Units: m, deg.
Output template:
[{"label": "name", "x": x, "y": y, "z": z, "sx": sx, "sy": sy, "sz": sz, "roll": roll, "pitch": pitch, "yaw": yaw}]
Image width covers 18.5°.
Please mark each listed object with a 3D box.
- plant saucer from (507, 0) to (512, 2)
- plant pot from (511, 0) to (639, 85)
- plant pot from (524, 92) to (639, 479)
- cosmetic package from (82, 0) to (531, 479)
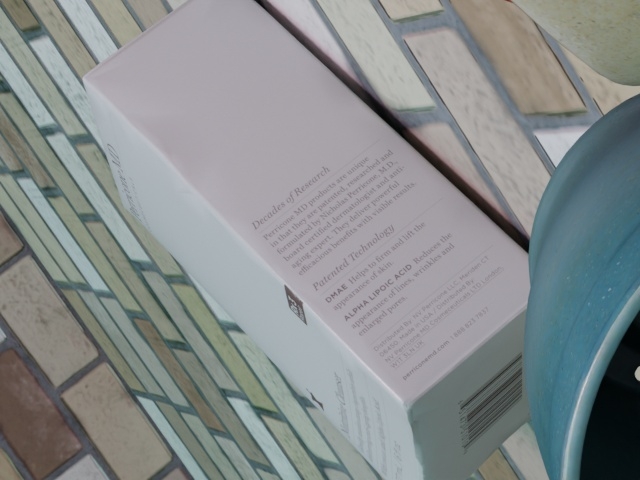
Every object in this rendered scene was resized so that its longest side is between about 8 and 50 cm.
[{"label": "plant saucer", "x": 0.110, "y": -0.189, "z": 0.944, "sx": 0.258, "sy": 0.048, "sz": 0.259, "roll": 27, "pitch": 158, "yaw": 50}, {"label": "plant pot", "x": 0.121, "y": -0.162, "z": 0.638, "sx": 0.284, "sy": 0.191, "sz": 0.284, "roll": 41, "pitch": -165, "yaw": -13}, {"label": "plant pot", "x": 0.209, "y": 0.045, "z": 0.897, "sx": 0.272, "sy": 0.271, "sz": 0.255, "roll": 59, "pitch": -178, "yaw": -21}, {"label": "cosmetic package", "x": 0.000, "y": 0.000, "z": 1.532, "sx": 0.385, "sy": 0.156, "sz": 0.217, "roll": 43, "pitch": 162, "yaw": 26}]
